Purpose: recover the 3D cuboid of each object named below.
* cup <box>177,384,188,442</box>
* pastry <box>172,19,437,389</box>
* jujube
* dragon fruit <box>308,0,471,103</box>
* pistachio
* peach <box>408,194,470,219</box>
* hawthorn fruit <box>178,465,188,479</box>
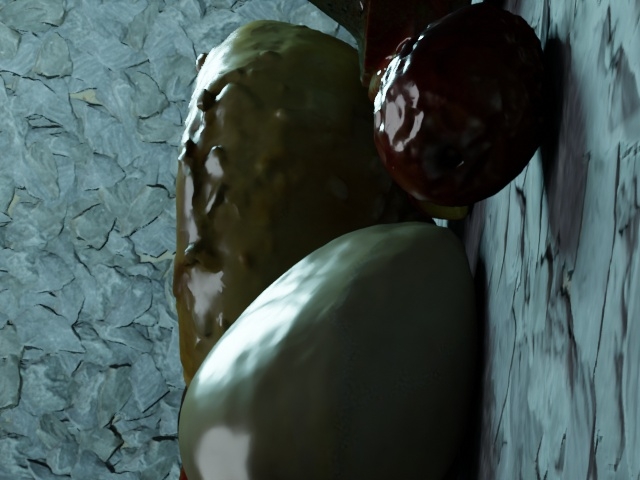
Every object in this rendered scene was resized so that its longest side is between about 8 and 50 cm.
[{"bbox_3d":[-0.004,0.123,1.468,0.279,0.196,0.196,-65,-17,-60],"label":"cup"},{"bbox_3d":[0.000,0.000,1.206,0.284,0.184,0.315,77,-166,-68],"label":"pastry"},{"bbox_3d":[0.066,-0.064,0.735,0.129,0.077,0.077,-58,-23,-64],"label":"jujube"},{"bbox_3d":[0.054,-0.224,1.087,0.268,0.130,0.295,84,-167,-54],"label":"dragon fruit"},{"bbox_3d":[0.017,0.083,0.928,0.238,0.153,0.137,-48,-14,-40],"label":"pistachio"},{"bbox_3d":[0.075,-0.050,1.041,0.083,0.050,0.077,-111,26,-82],"label":"peach"},{"bbox_3d":[-0.032,0.277,1.592,0.208,0.208,0.248,96,174,-50],"label":"hawthorn fruit"}]
